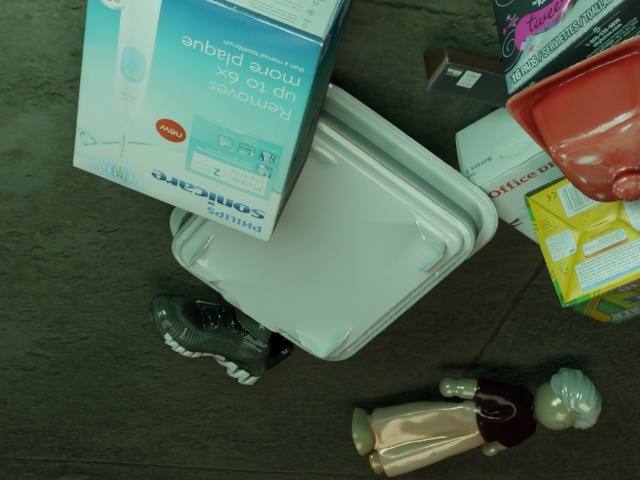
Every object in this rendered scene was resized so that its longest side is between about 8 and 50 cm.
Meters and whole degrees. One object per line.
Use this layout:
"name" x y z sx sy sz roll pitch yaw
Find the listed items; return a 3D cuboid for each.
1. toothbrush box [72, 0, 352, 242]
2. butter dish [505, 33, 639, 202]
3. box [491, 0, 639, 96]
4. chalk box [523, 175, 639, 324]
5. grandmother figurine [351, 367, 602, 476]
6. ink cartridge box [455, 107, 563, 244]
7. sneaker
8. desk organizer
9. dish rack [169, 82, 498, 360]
"toothbrush box" -0.104 -0.161 1.440 0.216 0.126 0.295 22 144 2
"butter dish" 0.277 -0.089 1.423 0.160 0.118 0.160 -25 141 26
"box" 0.304 -0.231 1.452 0.163 0.142 0.247 21 137 -31
"chalk box" 0.325 0.003 1.610 0.132 0.132 0.213 -26 158 24
"grandmother figurine" 0.229 0.255 2.173 0.342 0.104 0.208 -14 153 16
"ink cartridge box" 0.278 -0.076 1.709 0.160 0.092 0.219 -29 139 29
"sneaker" -0.116 0.108 1.929 0.106 0.078 0.234 -28 144 23
"desk organizer" 0.174 -0.174 1.590 0.130 0.050 0.047 10 142 -22
"dish rack" 0.000 0.000 1.705 0.285 0.072 0.333 34 134 -13
